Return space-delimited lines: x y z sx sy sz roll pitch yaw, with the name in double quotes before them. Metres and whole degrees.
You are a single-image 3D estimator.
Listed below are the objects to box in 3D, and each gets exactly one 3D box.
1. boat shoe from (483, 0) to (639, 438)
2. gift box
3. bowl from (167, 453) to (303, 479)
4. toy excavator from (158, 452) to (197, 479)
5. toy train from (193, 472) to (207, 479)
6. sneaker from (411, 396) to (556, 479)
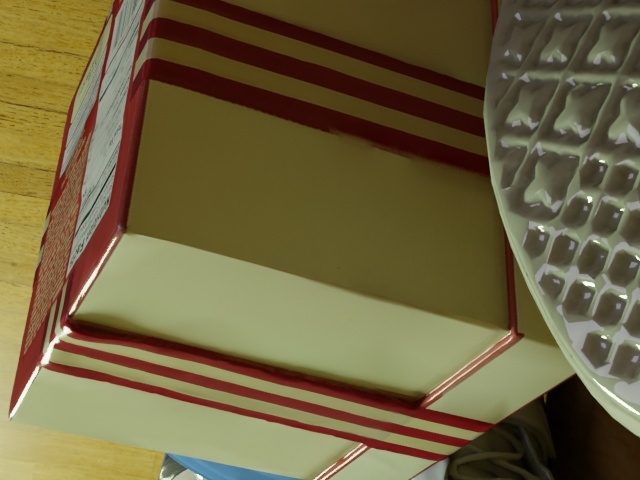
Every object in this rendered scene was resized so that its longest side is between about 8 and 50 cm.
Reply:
"boat shoe" 0.173 -0.120 0.459 0.187 0.156 0.500 -33 32 34
"gift box" 0.004 -0.033 0.611 0.255 0.258 0.276 137 145 -55
"bowl" 0.000 0.000 0.877 0.077 0.391 0.391 -17 61 55
"toy excavator" -0.016 0.384 1.120 0.433 0.445 0.222 -27 30 20
"toy train" -0.026 0.139 0.945 0.184 0.105 0.080 -48 -49 -28
"sneaker" 0.114 0.151 0.717 0.210 0.137 0.365 119 155 -65
